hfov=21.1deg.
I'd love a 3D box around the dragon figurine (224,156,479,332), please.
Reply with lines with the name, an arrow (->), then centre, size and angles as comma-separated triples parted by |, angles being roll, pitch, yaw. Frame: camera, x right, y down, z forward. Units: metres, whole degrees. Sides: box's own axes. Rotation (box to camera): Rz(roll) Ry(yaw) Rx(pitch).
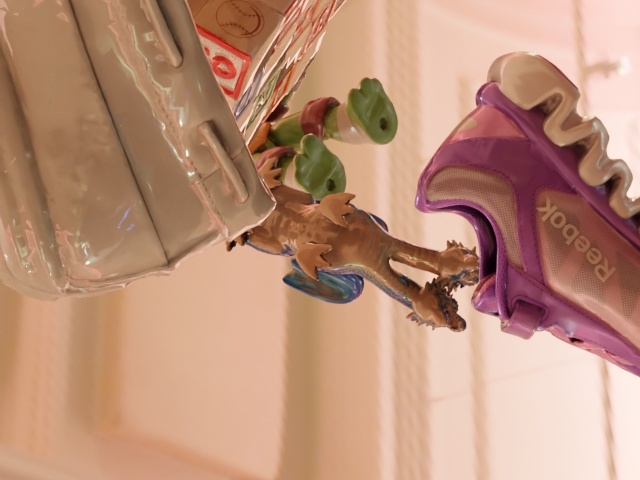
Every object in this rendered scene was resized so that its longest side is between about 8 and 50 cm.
dragon figurine -> 0.000, 0.000, 1.406 | 0.144, 0.289, 0.085 | 33, -103, -53

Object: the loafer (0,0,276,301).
loafer -> -0.077, -0.125, 0.530 | 0.112, 0.111, 0.319 | -116, 16, -50

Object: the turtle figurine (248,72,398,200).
turtle figurine -> -0.078, -0.127, 1.644 | 0.198, 0.266, 0.275 | -12, -79, -42

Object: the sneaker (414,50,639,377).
sneaker -> 0.135, 0.023, 0.874 | 0.236, 0.104, 0.095 | 51, 171, 1

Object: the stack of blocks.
stack of blocks -> -0.030, -0.181, 1.145 | 0.087, 0.171, 0.297 | 31, -125, 5
